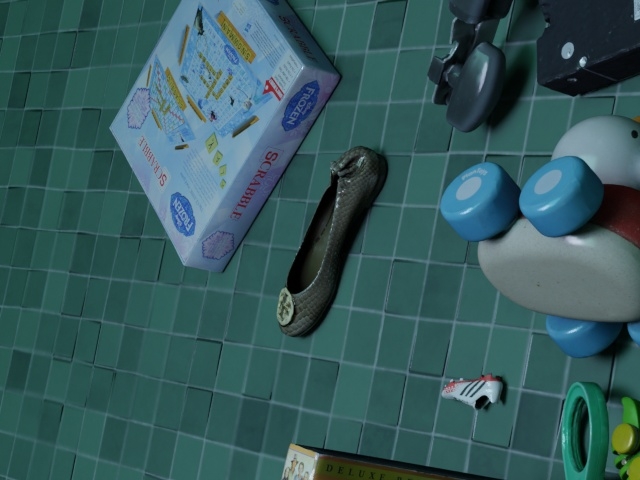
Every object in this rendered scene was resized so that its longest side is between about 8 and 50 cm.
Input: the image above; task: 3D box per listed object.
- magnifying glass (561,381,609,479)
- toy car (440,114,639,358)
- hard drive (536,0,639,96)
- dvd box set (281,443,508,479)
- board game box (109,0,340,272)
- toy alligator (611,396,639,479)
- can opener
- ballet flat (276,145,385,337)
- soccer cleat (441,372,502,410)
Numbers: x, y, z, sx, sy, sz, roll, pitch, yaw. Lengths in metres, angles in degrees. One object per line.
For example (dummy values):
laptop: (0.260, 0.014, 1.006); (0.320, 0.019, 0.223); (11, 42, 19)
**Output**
magnifying glass: (0.252, 0.251, 1.794); (0.092, 0.026, 0.231); (145, 125, -77)
toy car: (0.277, -0.044, 1.779); (0.210, 0.219, 0.238); (-3, 48, 53)
hard drive: (0.350, -0.298, 1.837); (0.339, 0.064, 0.236); (-21, 62, 50)
dvd box set: (0.059, 0.420, 1.778); (0.062, 0.308, 0.420); (11, 88, 56)
board game box: (-0.133, -0.178, 2.443); (0.318, 0.066, 0.318); (-57, 40, 24)
toy alligator: (0.308, 0.228, 1.719); (0.051, 0.056, 0.189); (-51, 42, 30)
can opener: (0.184, -0.252, 1.986); (0.093, 0.074, 0.280); (37, 128, 33)
ballet flat: (0.000, 0.000, 2.210); (0.084, 0.058, 0.249); (47, 116, 50)
soccer cleat: (0.158, 0.163, 1.968); (0.083, 0.029, 0.035); (-18, 60, 45)
